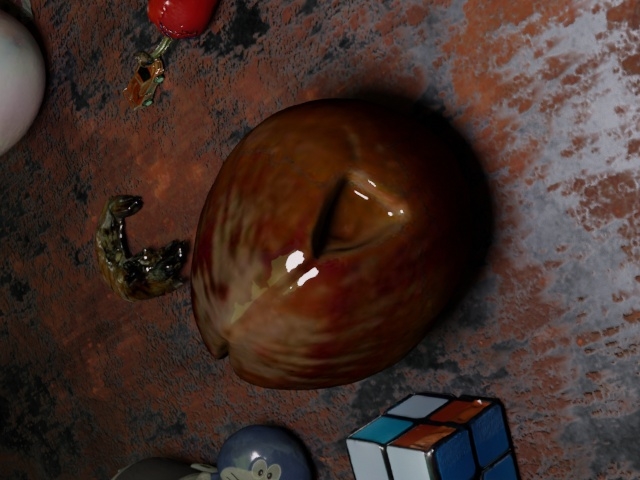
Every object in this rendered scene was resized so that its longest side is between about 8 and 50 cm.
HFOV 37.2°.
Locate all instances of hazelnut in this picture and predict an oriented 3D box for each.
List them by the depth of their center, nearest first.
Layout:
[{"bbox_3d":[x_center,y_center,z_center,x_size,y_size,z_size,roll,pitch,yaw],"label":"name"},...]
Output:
[{"bbox_3d":[0.000,0.000,1.324,0.402,0.402,0.429,57,143,12],"label":"hazelnut"}]

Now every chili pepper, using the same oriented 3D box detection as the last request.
[{"bbox_3d":[-0.198,-0.432,1.526,0.110,0.110,0.387,51,131,18],"label":"chili pepper"}]

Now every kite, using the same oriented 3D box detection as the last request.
[{"bbox_3d":[-0.695,-0.540,2.073,0.267,0.013,0.323,34,127,31],"label":"kite"}]

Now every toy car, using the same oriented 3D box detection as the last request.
[{"bbox_3d":[-0.326,-0.298,1.770,0.059,0.035,0.122,58,140,16],"label":"toy car"}]

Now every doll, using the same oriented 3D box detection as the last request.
[{"bbox_3d":[-0.115,0.459,1.797,0.228,0.154,0.258,23,138,-1],"label":"doll"}]

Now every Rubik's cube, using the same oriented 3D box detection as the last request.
[{"bbox_3d":[0.169,0.338,1.414,0.180,0.183,0.167,-4,103,46],"label":"Rubik's cube"}]

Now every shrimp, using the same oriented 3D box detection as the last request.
[{"bbox_3d":[-0.377,0.009,1.942,0.365,0.071,0.233,-17,89,54],"label":"shrimp"}]

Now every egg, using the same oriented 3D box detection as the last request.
[{"bbox_3d":[-0.728,-0.345,1.959,0.339,0.354,0.355,-23,90,32],"label":"egg"}]

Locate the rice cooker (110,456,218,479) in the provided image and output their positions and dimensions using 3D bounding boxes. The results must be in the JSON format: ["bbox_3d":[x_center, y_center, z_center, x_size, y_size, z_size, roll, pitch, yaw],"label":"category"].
[{"bbox_3d":[-0.298,0.597,1.965,0.277,0.288,0.289,2,108,45],"label":"rice cooker"}]
